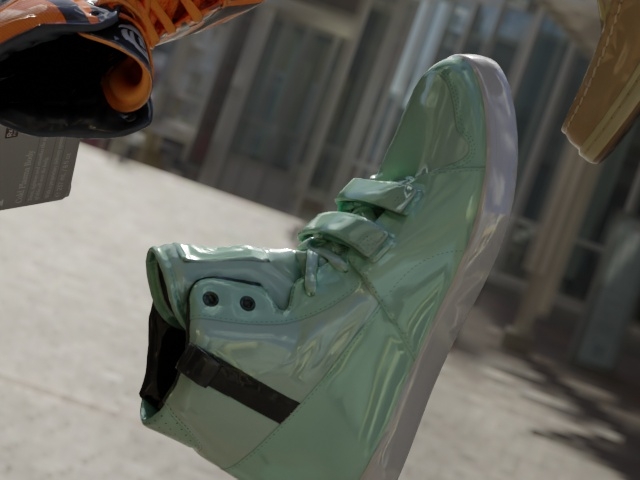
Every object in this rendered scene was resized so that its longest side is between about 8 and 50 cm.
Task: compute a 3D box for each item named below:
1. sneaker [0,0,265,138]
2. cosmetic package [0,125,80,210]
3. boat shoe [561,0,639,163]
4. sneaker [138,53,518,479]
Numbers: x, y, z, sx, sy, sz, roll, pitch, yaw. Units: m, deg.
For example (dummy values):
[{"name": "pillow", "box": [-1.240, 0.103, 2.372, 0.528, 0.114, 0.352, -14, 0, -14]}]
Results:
[{"name": "sneaker", "box": [-0.111, -0.149, 1.269, 0.321, 0.125, 0.180, -26, 34, -11]}, {"name": "cosmetic package", "box": [-0.335, -0.090, 1.648, 0.238, 0.127, 0.107, -16, 54, -30]}, {"name": "boat shoe", "box": [0.255, -0.227, 1.469, 0.110, 0.341, 0.121, 25, 4, 8]}, {"name": "sneaker", "box": [0.000, 0.000, 0.954, 0.151, 0.256, 0.094, 25, -13, -22]}]
